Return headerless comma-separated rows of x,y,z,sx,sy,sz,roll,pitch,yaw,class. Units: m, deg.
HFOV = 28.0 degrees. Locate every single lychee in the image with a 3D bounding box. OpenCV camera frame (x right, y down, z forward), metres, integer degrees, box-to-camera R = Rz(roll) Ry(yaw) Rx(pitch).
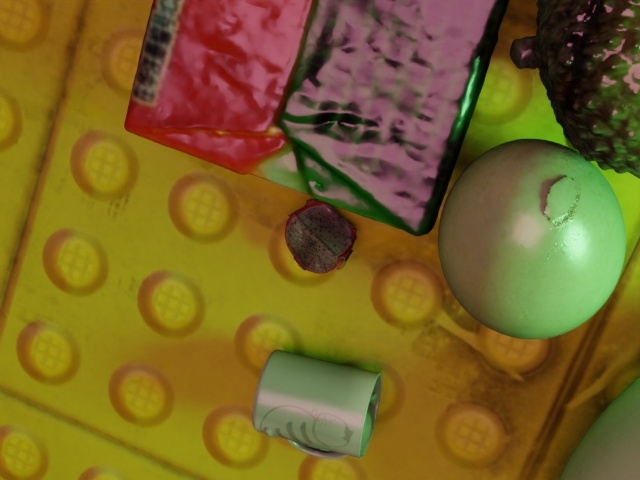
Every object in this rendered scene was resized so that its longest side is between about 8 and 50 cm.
0.314,-0.183,1.192,0.274,0.255,0.255,-3,105,9,lychee

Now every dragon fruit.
0.000,0.000,1.433,0.083,0.056,0.060,40,134,8,dragon fruit

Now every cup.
-0.004,0.203,1.468,0.133,0.099,0.136,12,108,10,cup

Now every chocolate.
0.014,-0.234,1.304,0.341,0.161,0.360,20,109,9,chocolate

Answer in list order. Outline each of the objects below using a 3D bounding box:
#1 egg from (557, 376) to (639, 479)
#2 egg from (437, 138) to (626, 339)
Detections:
0.388,0.238,1.307,0.371,0.230,0.230,-41,93,26,egg
0.212,0.002,1.292,0.186,0.253,0.186,-2,63,5,egg
